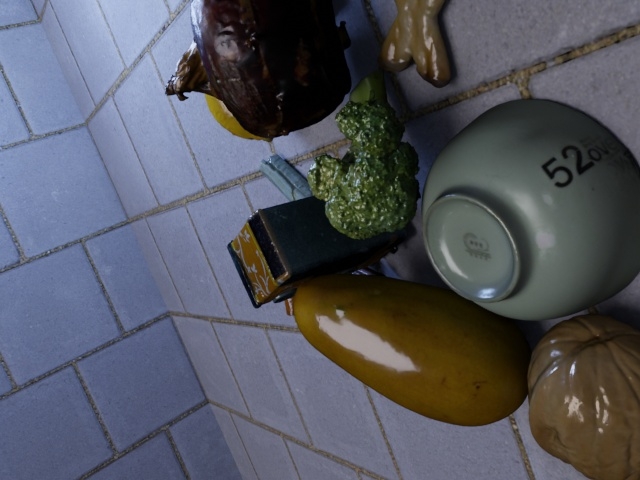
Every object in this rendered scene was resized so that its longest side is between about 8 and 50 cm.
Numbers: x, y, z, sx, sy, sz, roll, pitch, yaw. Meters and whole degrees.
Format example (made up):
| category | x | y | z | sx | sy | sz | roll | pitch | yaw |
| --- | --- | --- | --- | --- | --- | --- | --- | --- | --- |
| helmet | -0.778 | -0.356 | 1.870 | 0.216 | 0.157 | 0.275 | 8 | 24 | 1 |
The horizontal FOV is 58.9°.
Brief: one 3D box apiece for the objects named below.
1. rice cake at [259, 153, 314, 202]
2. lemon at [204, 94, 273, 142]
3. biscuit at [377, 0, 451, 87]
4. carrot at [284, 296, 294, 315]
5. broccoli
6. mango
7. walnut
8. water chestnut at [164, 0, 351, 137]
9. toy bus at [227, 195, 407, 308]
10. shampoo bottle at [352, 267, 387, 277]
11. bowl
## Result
| category | x | y | z | sx | sy | sz | roll | pitch | yaw |
| --- | --- | --- | --- | --- | --- | --- | --- | --- | --- |
| rice cake | -0.030 | -0.091 | 1.389 | 0.336 | 0.063 | 0.066 | 45 | 154 | 25 |
| lemon | -0.169 | -0.338 | 1.289 | 0.188 | 0.188 | 0.256 | -25 | 85 | 58 |
| biscuit | 0.158 | -0.368 | 0.923 | 0.164 | 0.047 | 0.207 | 33 | 137 | 38 |
| carrot | -0.092 | 0.110 | 1.632 | 0.061 | 0.061 | 0.209 | 8 | 116 | 53 |
| broccoli | 0.062 | -0.147 | 0.963 | 0.254 | 0.186 | 0.301 | -60 | -45 | -85 |
| mango | 0.160 | 0.184 | 1.044 | 0.446 | 0.232 | 0.300 | 18 | 179 | 8 |
| walnut | 0.413 | 0.237 | 0.843 | 0.225 | 0.225 | 0.260 | 21 | 134 | 48 |
| water chestnut | -0.125 | -0.341 | 1.020 | 0.347 | 0.335 | 0.334 | -14 | 105 | 12 |
| toy bus | 0.000 | 0.000 | 1.154 | 0.161 | 0.324 | 0.194 | 64 | 148 | 14 |
| shampoo bottle | 0.082 | 0.102 | 1.337 | 0.323 | 0.084 | 0.129 | 25 | 148 | 44 |
| bowl | 0.282 | -0.020 | 0.866 | 0.354 | 0.185 | 0.353 | 35 | 138 | 38 |
